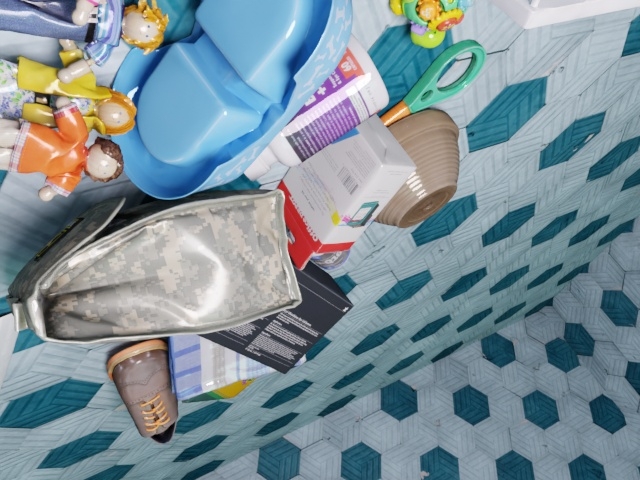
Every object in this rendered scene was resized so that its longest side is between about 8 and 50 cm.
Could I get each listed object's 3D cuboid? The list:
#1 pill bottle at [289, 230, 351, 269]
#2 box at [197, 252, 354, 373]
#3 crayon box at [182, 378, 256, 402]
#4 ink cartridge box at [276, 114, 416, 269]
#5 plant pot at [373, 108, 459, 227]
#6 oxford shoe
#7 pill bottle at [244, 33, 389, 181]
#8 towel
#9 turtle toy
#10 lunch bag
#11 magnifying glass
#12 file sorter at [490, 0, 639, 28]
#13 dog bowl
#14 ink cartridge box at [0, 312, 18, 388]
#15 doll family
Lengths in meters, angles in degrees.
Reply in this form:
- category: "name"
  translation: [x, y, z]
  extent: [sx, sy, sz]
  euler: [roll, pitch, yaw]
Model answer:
- category: "pill bottle"
  translation: [0.000, 0.000, 0.998]
  extent: [0.078, 0.078, 0.137]
  euler: [-35, 153, 7]
- category: "box"
  translation: [-0.094, 0.099, 0.940]
  extent: [0.184, 0.103, 0.261]
  euler: [-44, 134, 8]
- category: "crayon box"
  translation: [-0.180, 0.253, 1.240]
  extent: [0.278, 0.081, 0.165]
  euler: [-43, 150, 21]
- category: "ink cartridge box"
  translation: [0.020, -0.075, 0.828]
  extent: [0.078, 0.134, 0.231]
  euler: [-5, 144, -43]
- category: "plant pot"
  translation: [0.149, -0.097, 0.926]
  extent: [0.237, 0.110, 0.237]
  euler: [-27, 159, -11]
- category: "oxford shoe"
  translation: [-0.337, 0.313, 1.121]
  extent: [0.130, 0.133, 0.364]
  euler: [-21, 152, -18]
- category: "pill bottle"
  translation: [-0.025, -0.157, 0.669]
  extent: [0.193, 0.108, 0.108]
  euler: [-34, 153, 3]
- category: "towel"
  translation: [-0.152, 0.203, 1.077]
  extent: [0.285, 0.034, 0.209]
  euler: [-11, 128, -24]
- category: "turtle toy"
  translation: [0.137, -0.278, 0.660]
  extent: [0.095, 0.066, 0.130]
  euler: [-19, 178, -4]
- category: "lunch bag"
  translation: [-0.210, 0.032, 0.644]
  extent: [0.287, 0.169, 0.235]
  euler: [-13, -174, -33]
- category: "magnifying glass"
  translation: [0.153, -0.218, 0.844]
  extent: [0.231, 0.026, 0.092]
  euler: [-35, 153, 9]
- category: "file sorter"
  translation: [0.278, -0.358, 0.554]
  extent: [0.277, 0.193, 0.173]
  euler: [-19, 148, -24]
- category: "dog bowl"
  translation: [-0.088, -0.167, 0.539]
  extent: [0.297, 0.166, 0.074]
  euler: [-44, 162, 24]
- category: "ink cartridge box"
  translation: [-0.635, 0.219, 0.748]
  extent: [0.385, 0.091, 0.308]
  euler: [-25, 158, -51]
- category: "doll family"
  translation: [-0.220, -0.168, 0.476]
  extent: [0.163, 0.118, 0.263]
  euler: [2, 121, -38]
